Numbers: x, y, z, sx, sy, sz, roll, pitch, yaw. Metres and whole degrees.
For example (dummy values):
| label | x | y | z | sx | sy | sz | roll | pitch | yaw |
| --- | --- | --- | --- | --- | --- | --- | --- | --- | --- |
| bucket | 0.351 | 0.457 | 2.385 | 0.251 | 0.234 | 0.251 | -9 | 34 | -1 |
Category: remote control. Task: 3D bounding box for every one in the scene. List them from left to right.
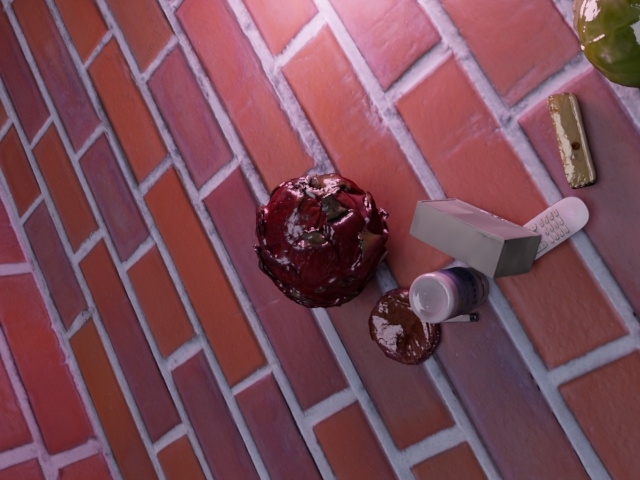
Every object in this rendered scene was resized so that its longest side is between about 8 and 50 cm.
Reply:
| label | x | y | z | sx | sy | sz | roll | pitch | yaw |
| --- | --- | --- | --- | --- | --- | --- | --- | --- | --- |
| remote control | 0.445 | -0.010 | 1.406 | 0.229 | 0.044 | 0.073 | -45 | 65 | 41 |

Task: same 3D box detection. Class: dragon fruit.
| label | x | y | z | sx | sy | sz | roll | pitch | yaw |
| --- | --- | --- | --- | --- | --- | --- | --- | --- | --- |
| dragon fruit | 0.001 | -0.002 | 1.592 | 0.329 | 0.329 | 0.329 | 5 | 98 | 38 |

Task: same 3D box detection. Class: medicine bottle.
| label | x | y | z | sx | sy | sz | roll | pitch | yaw |
| --- | --- | --- | --- | --- | --- | --- | --- | --- | --- |
| medicine bottle | 0.273 | 0.109 | 1.459 | 0.103 | 0.187 | 0.102 | 4 | 97 | 38 |

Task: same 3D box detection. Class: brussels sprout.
| label | x | y | z | sx | sy | sz | roll | pitch | yaw |
| --- | --- | --- | --- | --- | --- | --- | --- | --- | --- |
| brussels sprout | 0.553 | -0.378 | 1.185 | 0.244 | 0.244 | 0.244 | 5 | 98 | 38 |

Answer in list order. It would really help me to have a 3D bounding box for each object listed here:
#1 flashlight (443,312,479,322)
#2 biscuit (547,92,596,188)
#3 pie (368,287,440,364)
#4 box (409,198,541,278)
| label | x | y | z | sx | sy | sz | roll | pitch | yaw |
| --- | --- | --- | --- | --- | --- | --- | --- | --- | --- |
| flashlight | 0.309 | 0.172 | 1.544 | 0.083 | 0.018 | 0.018 | -8 | 90 | 39 |
| biscuit | 0.486 | -0.193 | 1.348 | 0.056 | 0.052 | 0.187 | -15 | 86 | 25 |
| pie | 0.193 | 0.199 | 1.618 | 0.182 | 0.050 | 0.182 | 7 | 102 | 33 |
| box | 0.311 | -0.009 | 1.427 | 0.225 | 0.130 | 0.086 | 31 | 117 | 43 |
